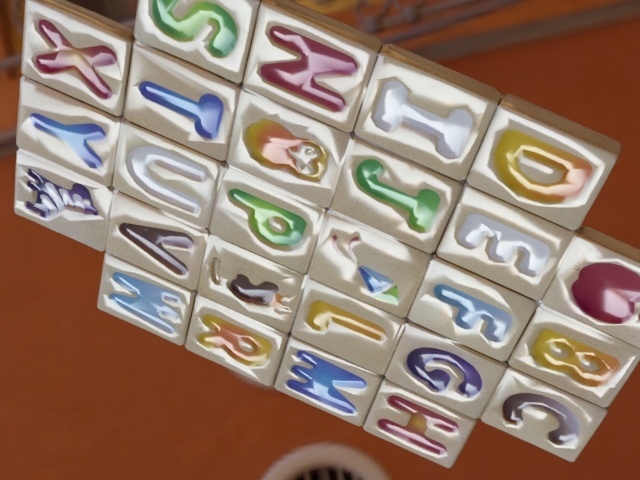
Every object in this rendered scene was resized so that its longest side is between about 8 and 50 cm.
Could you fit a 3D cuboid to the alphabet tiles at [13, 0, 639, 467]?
[{"bbox_3d":[0.000,0.000,0.772,0.285,0.342,0.011,109,-173,-51],"label":"alphabet tiles"}]
